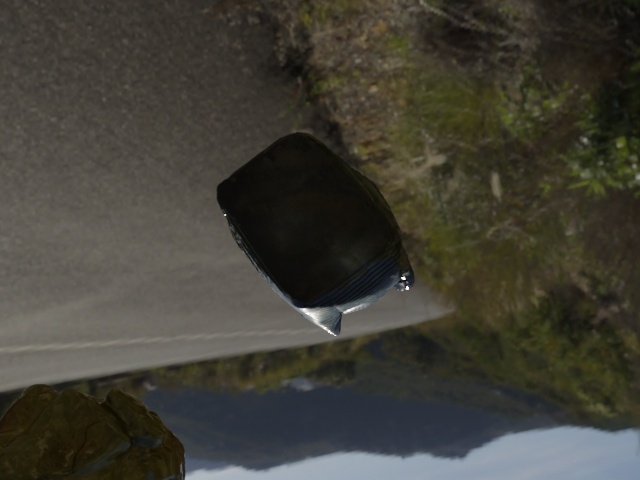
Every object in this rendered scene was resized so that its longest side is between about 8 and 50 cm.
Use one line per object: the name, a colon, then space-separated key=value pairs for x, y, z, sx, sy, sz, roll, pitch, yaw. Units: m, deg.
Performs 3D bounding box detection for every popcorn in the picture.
popcorn: x=-0.307 y=0.297 z=1.102 sx=0.286 sy=0.252 sz=0.215 roll=-30 pitch=167 yaw=-40

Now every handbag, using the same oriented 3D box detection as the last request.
handbag: x=0.000 y=0.000 z=1.605 sx=0.247 sy=0.341 sz=0.240 roll=-37 pitch=151 yaw=-7
